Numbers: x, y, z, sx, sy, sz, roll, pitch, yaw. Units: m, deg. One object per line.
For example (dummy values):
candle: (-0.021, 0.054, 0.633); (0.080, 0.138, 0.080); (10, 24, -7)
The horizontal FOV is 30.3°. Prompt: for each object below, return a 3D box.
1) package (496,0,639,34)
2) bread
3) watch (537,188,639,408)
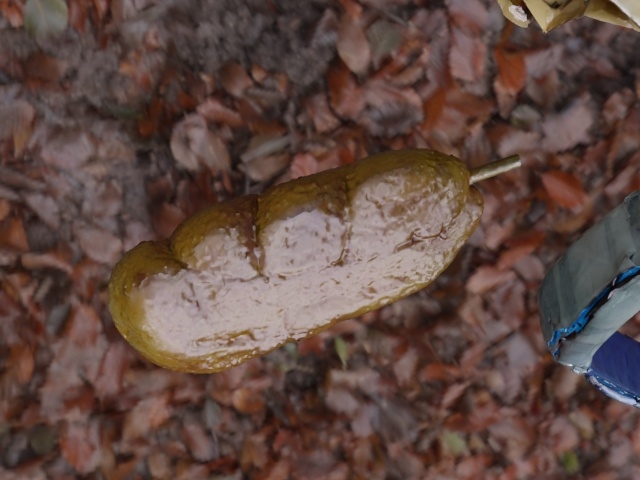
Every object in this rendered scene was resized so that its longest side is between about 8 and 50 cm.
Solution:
package: (0.241, -0.355, 1.075); (0.221, 0.165, 0.311); (26, 81, -24)
bread: (0.001, 0.001, 0.924); (0.344, 0.084, 0.124); (-22, 115, -11)
watch: (0.306, 0.035, 0.753); (0.274, 0.068, 0.276); (26, 132, -27)
